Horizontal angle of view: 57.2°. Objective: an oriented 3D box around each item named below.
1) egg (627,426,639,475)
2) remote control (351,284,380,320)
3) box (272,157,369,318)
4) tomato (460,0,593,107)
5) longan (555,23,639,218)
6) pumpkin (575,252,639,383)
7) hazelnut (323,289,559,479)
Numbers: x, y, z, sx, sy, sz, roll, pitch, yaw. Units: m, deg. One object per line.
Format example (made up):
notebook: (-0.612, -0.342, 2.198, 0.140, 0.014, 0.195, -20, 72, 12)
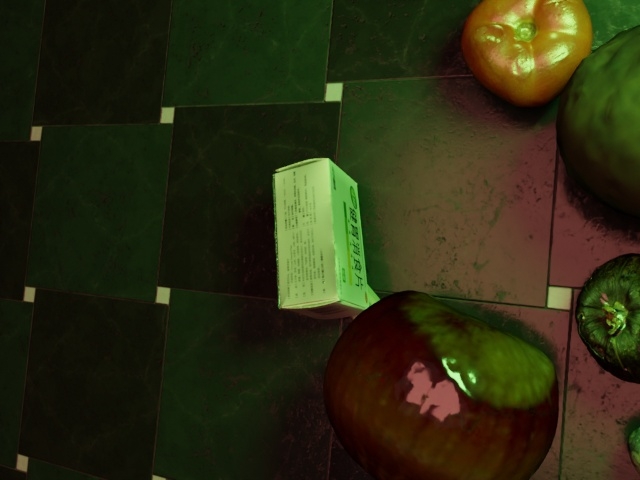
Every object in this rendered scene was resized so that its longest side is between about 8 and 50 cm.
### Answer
egg: (0.642, 0.398, 1.042, 0.181, 0.141, 0.141, 30, 98, 33)
remote control: (0.100, 0.154, 1.345, 0.078, 0.042, 0.221, -45, 69, 15)
box: (0.000, -0.003, 1.304, 0.145, 0.173, 0.333, -12, 71, 22)
tomato: (0.418, -0.395, 1.182, 0.259, 0.180, 0.260, -1, 86, 20)
longan: (0.635, -0.200, 0.954, 0.436, 0.404, 0.404, -33, 71, 50)
pumpkin: (0.575, 0.138, 1.054, 0.238, 0.159, 0.238, -14, 73, 55)
hazelnut: (0.218, 0.294, 1.098, 0.429, 0.402, 0.402, 30, 98, 10)
